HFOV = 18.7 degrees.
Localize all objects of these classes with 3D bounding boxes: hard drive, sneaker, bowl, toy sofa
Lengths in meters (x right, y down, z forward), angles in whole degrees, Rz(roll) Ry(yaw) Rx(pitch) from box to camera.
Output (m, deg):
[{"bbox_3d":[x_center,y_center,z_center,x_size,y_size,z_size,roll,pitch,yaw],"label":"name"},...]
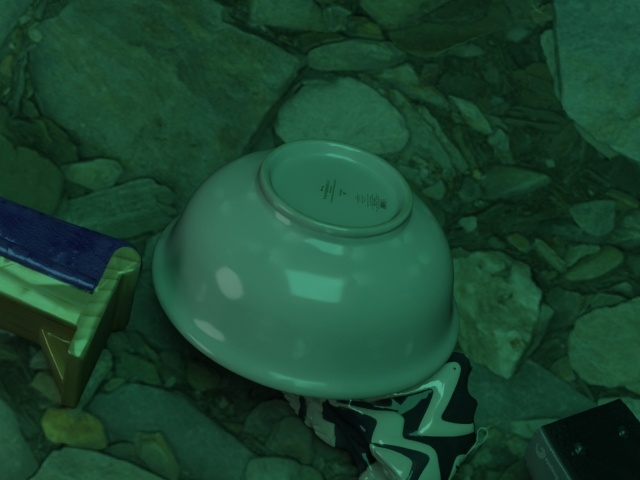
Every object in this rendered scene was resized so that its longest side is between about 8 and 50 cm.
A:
[{"bbox_3d":[0.296,0.273,1.786,0.172,0.054,0.254,-10,62,-52],"label":"hard drive"},{"bbox_3d":[0.064,0.130,1.834,0.153,0.094,0.235,-28,63,-32],"label":"sneaker"},{"bbox_3d":[0.000,0.000,1.788,0.298,0.134,0.298,10,36,-7],"label":"bowl"},{"bbox_3d":[-0.343,-0.007,1.786,0.363,0.150,0.177,23,65,1],"label":"toy sofa"}]
